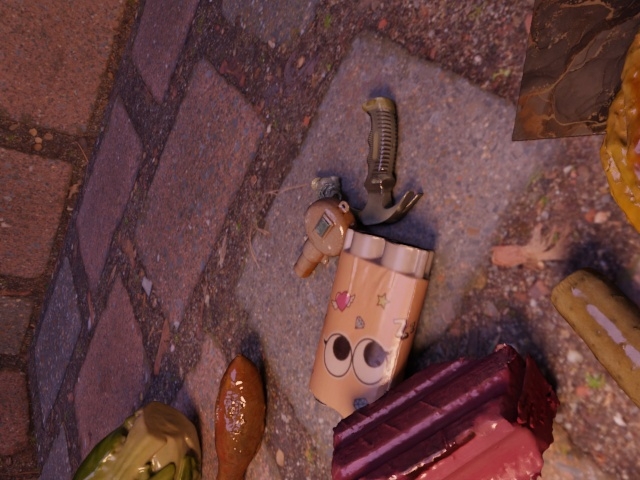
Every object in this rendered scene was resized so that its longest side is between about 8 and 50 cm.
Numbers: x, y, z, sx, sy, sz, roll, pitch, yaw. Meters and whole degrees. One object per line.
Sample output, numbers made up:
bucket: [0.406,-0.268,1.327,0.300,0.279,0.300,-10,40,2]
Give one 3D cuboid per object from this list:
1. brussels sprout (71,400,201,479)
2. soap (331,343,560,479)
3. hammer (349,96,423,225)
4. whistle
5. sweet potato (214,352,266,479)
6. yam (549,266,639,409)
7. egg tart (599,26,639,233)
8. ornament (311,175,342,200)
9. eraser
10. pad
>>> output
brussels sprout: [-0.426,0.569,1.168,0.281,0.289,0.355,23,88,36]
soap: [0.151,0.240,0.618,0.289,0.112,0.182,-38,14,10]
hammer: [0.105,-0.138,0.867,0.159,0.041,0.226,-7,77,49]
whistle: [0.000,0.000,0.918,0.107,0.057,0.220,51,141,14]
sweet potato: [-0.176,0.423,1.046,0.109,0.109,0.385,16,101,50]
yam: [0.362,0.180,0.471,0.083,0.083,0.371,-50,49,31]
egg tart: [0.413,-0.105,0.404,0.351,0.153,0.339,52,124,39]
ornament: [0.015,-0.093,0.967,0.092,0.041,0.068,2,78,59]
eraser: [0.080,0.138,0.804,0.171,0.087,0.290,19,97,46]
pad: [0.404,-0.244,0.563,0.367,0.007,0.248,8,89,51]
